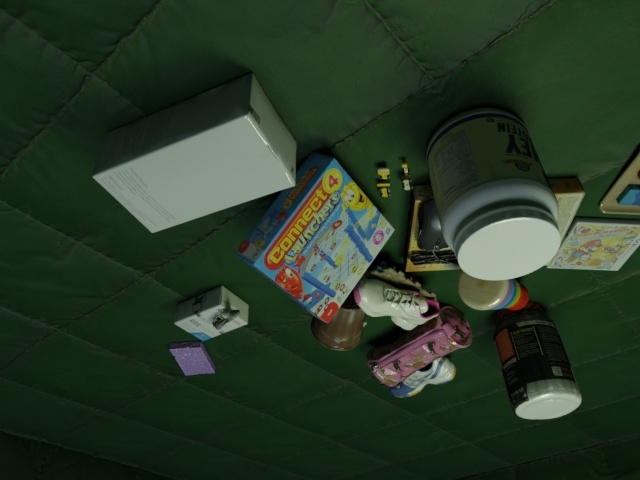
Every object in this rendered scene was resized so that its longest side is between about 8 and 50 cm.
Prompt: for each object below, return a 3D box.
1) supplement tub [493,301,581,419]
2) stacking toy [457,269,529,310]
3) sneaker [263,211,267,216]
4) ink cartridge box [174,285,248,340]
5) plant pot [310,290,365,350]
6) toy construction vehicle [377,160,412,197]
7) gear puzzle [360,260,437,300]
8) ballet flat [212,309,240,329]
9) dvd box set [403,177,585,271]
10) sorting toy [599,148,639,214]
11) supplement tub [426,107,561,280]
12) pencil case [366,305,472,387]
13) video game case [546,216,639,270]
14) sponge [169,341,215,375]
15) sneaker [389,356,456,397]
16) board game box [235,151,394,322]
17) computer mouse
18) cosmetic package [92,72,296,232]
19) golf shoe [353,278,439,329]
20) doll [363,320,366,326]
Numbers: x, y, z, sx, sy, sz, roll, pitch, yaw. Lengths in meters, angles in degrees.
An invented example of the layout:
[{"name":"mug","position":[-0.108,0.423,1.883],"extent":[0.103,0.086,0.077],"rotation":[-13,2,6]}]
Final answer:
[{"name":"supplement tub","position":[0.683,0.381,1.740],"extent":[0.207,0.338,0.207],"rotation":[-1,140,-1]},{"name":"stacking toy","position":[0.524,0.145,1.558],"extent":[0.141,0.141,0.330],"rotation":[-30,152,30]},{"name":"sneaker","position":[-0.056,0.062,1.467],"extent":[0.108,0.169,0.292],"rotation":[-27,135,24]},{"name":"ink cartridge box","position":[-0.347,0.237,1.732],"extent":[0.191,0.082,0.139],"rotation":[-24,135,22]},{"name":"plant pot","position":[0.065,0.217,1.629],"extent":[0.167,0.167,0.165],"rotation":[6,132,-9]},{"name":"toy construction vehicle","position":[0.181,-0.152,1.329],"extent":[0.086,0.035,0.098],"rotation":[-3,139,18]},{"name":"gear puzzle","position":[0.261,0.147,1.660],"extent":[0.339,0.044,0.175],"rotation":[32,149,-35]},{"name":"ballet flat","position":[-0.292,0.236,1.644],"extent":[0.041,0.041,0.114],"rotation":[30,129,-32]},{"name":"dvd box set","position":[0.444,-0.033,1.453],"extent":[0.421,0.062,0.307],"rotation":[-3,140,1]},{"name":"sorting toy","position":[0.896,-0.142,1.353],"extent":[0.307,0.041,0.229],"rotation":[2,140,-4]},{"name":"supplement tub","position":[0.365,-0.102,1.163],"extent":[0.236,0.324,0.235],"rotation":[-1,140,-1]},{"name":"pencil case","position":[0.334,0.366,1.851],"extent":[0.160,0.167,0.386],"rotation":[41,127,-13]},{"name":"video game case","position":[0.795,0.014,1.548],"extent":[0.227,0.026,0.206],"rotation":[3,140,-5]},{"name":"sponge","position":[-0.474,0.441,2.011],"extent":[0.117,0.031,0.210],"rotation":[-4,140,3]},{"name":"sneaker","position":[0.369,0.505,2.081],"extent":[0.296,0.112,0.131],"rotation":[-33,113,30]},{"name":"board game box","position":[0.000,0.000,1.314],"extent":[0.308,0.086,0.302],"rotation":[-54,131,-9]},{"name":"computer mouse","position":[0.333,-0.004,1.386],"extent":[0.184,0.060,0.262],"rotation":[0,141,-1]},{"name":"cosmetic package","position":[-0.266,-0.180,1.184],"extent":[0.385,0.156,0.217],"rotation":[-16,138,15]},{"name":"golf shoe","position":[0.224,0.171,1.565],"extent":[0.140,0.115,0.306],"rotation":[-22,146,39]},{"name":"doll","position":[0.093,0.282,1.828],"extent":[0.129,0.046,0.189],"rotation":[-10,139,11]}]
